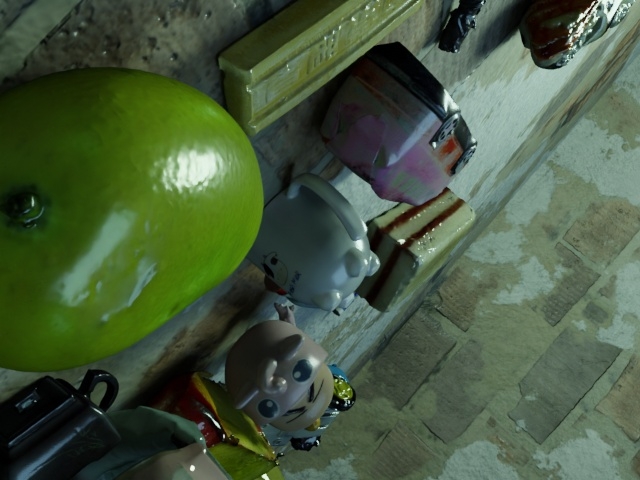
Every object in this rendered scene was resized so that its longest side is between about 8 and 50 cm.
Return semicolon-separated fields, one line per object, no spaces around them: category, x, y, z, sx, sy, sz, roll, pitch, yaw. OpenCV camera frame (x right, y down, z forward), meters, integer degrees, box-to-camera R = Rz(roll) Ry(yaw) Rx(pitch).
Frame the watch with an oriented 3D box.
watch;-0.231;0.293;0.706;0.253;0.241;0.162;-35;118;-14

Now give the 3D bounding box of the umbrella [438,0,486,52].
umbrella;0.192;-0.303;0.817;0.040;0.037;0.144;-31;159;-33

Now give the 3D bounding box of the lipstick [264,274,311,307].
lipstick;-0.033;0.073;1.018;0.061;0.068;0.274;-60;164;0

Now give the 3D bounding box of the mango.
mango;-0.130;-0.024;0.422;0.273;0.149;0.185;-33;151;-58

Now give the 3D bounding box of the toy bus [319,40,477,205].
toy bus;0.106;-0.132;0.817;0.147;0.127;0.302;-49;164;12

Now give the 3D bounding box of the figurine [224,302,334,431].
figurine;-0.055;0.211;1.021;0.176;0.186;0.287;-52;180;-13

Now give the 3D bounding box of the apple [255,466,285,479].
apple;-0.181;0.474;1.135;0.233;0.295;0.258;-29;171;-35

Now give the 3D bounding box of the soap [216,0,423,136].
soap;0.011;-0.196;0.593;0.252;0.037;0.092;-43;161;-20

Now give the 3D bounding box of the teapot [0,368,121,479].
teapot;-0.279;0.186;0.636;0.177;0.087;0.096;-37;134;-37

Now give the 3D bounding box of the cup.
cup;0.004;0.000;0.828;0.134;0.142;0.173;-19;145;-59

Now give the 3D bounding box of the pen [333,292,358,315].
pen;0.104;0.102;1.515;0.204;0.025;0.025;-43;163;-20

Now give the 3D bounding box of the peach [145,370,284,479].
peach;-0.189;0.285;0.934;0.154;0.159;0.267;-39;150;-2

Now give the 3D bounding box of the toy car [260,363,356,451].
toy car;-0.086;0.327;1.312;0.314;0.166;0.198;7;128;-35

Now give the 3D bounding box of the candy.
candy;0.194;0.011;1.355;0.320;0.135;0.179;-28;155;-50

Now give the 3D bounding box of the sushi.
sushi;0.446;-0.404;1.099;0.332;0.124;0.130;-42;152;-18
